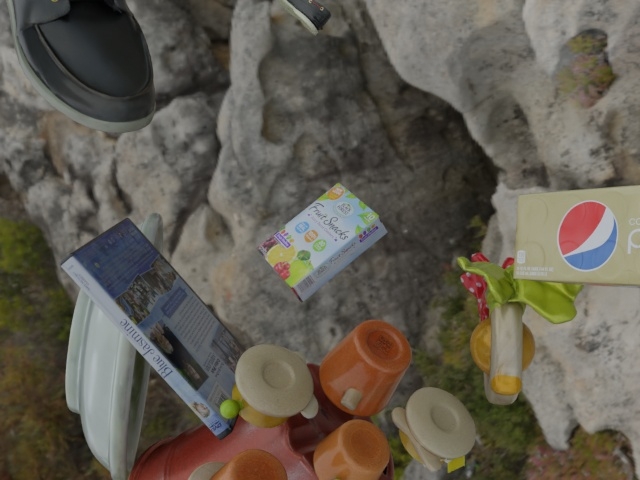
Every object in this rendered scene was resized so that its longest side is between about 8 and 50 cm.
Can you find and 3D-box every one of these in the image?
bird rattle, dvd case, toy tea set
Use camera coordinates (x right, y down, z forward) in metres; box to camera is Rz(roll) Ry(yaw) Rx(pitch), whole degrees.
[{"bbox_3d":[0.222,0.103,0.921,0.253,0.143,0.206,93,-177,-77],"label":"bird rattle"},{"bbox_3d":[-0.173,0.092,0.833,0.022,0.180,0.253,-39,98,12],"label":"dvd case"},{"bbox_3d":[-0.002,0.208,0.791,0.200,0.336,0.124,59,139,29],"label":"toy tea set"}]

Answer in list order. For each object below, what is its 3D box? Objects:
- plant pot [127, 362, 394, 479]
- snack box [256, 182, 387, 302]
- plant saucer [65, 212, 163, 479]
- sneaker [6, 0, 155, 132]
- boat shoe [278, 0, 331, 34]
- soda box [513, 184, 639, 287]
[{"bbox_3d":[-0.065,0.313,0.951,0.265,0.272,0.272,-42,71,23],"label":"plant pot"},{"bbox_3d":[0.000,0.000,0.923,0.100,0.141,0.037,45,170,45],"label":"snack box"},{"bbox_3d":[-0.309,0.152,1.085,0.400,0.101,0.400,-173,90,-81],"label":"plant saucer"},{"bbox_3d":[-0.173,-0.186,0.504,0.222,0.083,0.118,58,143,19],"label":"sneaker"},{"bbox_3d":[-0.035,-0.367,1.108,0.042,0.049,0.133,-45,65,3],"label":"boat shoe"},{"bbox_3d":[0.206,-0.001,0.439,0.181,0.058,0.061,-1,84,58],"label":"soda box"}]
